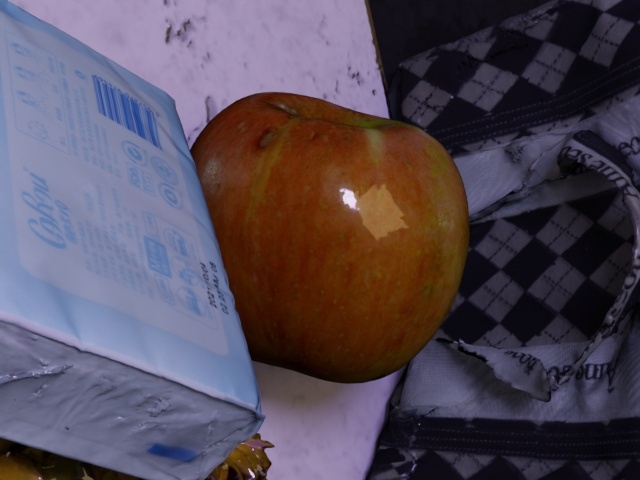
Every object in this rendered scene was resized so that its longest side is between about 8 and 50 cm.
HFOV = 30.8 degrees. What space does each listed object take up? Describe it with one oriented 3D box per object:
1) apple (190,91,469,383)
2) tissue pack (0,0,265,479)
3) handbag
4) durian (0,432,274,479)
[{"bbox_3d":[0.000,0.000,0.760,0.196,0.196,0.196,13,72,-43],"label":"apple"},{"bbox_3d":[-0.137,-0.008,0.613,0.177,0.089,0.263,27,30,-38],"label":"tissue pack"},{"bbox_3d":[0.172,0.028,0.852,0.180,0.316,0.416,16,74,-44],"label":"handbag"},{"bbox_3d":[-0.146,0.147,0.630,0.341,0.112,0.191,30,59,-39],"label":"durian"}]
